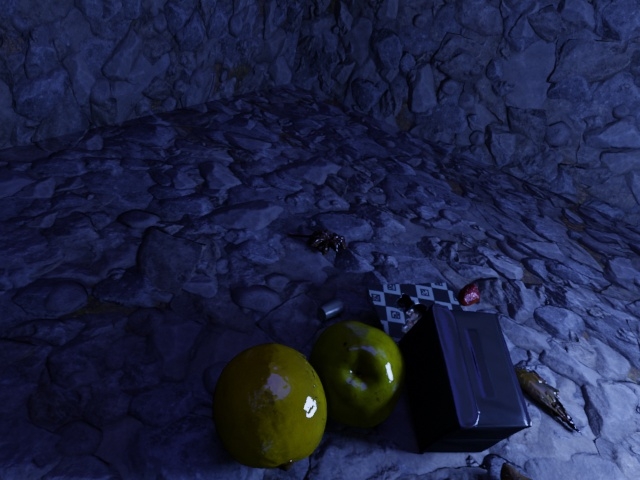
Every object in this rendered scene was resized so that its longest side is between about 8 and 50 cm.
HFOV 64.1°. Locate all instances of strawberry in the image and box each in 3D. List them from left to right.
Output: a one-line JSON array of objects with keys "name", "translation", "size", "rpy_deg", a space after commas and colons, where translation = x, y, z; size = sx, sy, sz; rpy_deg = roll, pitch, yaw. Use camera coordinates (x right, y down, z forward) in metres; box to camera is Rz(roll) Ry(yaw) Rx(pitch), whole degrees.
[{"name": "strawberry", "translation": [0.579, 0.217, 1.999], "size": [0.083, 0.083, 0.096], "rpy_deg": [30, 43, 23]}]

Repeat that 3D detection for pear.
[{"name": "pear", "translation": [0.099, 0.362, 1.405], "size": [0.295, 0.294, 0.294], "rpy_deg": [10, 33, -7]}]

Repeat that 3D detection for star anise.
[{"name": "star anise", "translation": [-0.003, 0.002, 2.102], "size": [0.234, 0.073, 0.177], "rpy_deg": [-6, 28, -17]}]

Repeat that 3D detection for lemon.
[{"name": "lemon", "translation": [-0.124, 0.401, 1.254], "size": [0.298, 0.296, 0.297], "rpy_deg": [10, 33, -7]}]

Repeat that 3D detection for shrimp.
[{"name": "shrimp", "translation": [0.743, 0.494, 1.647], "size": [0.117, 0.066, 0.262], "rpy_deg": [-14, 44, -37]}]

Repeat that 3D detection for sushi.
[{"name": "sushi", "translation": [0.341, 0.285, 1.737], "size": [0.340, 0.068, 0.319], "rpy_deg": [-1, 45, -21]}]

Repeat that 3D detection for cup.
[{"name": "cup", "translation": [0.029, 0.235, 1.772], "size": [0.083, 0.054, 0.075], "rpy_deg": [-18, 45, -37]}]

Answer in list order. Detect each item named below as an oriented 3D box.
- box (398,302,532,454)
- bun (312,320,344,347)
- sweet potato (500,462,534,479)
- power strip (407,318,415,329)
[{"name": "box", "translation": [0.380, 0.388, 1.421], "size": [0.205, 0.251, 0.344], "rpy_deg": [6, 52, -15]}, {"name": "bun", "translation": [0.069, 0.321, 1.613], "size": [0.184, 0.102, 0.183], "rpy_deg": [11, 35, -8]}, {"name": "sweet potato", "translation": [0.623, 0.680, 1.291], "size": [0.342, 0.092, 0.114], "rpy_deg": [22, 17, 10]}, {"name": "power strip", "translation": [0.319, 0.331, 1.748], "size": [0.137, 0.044, 0.215], "rpy_deg": [11, 33, -4]}]
